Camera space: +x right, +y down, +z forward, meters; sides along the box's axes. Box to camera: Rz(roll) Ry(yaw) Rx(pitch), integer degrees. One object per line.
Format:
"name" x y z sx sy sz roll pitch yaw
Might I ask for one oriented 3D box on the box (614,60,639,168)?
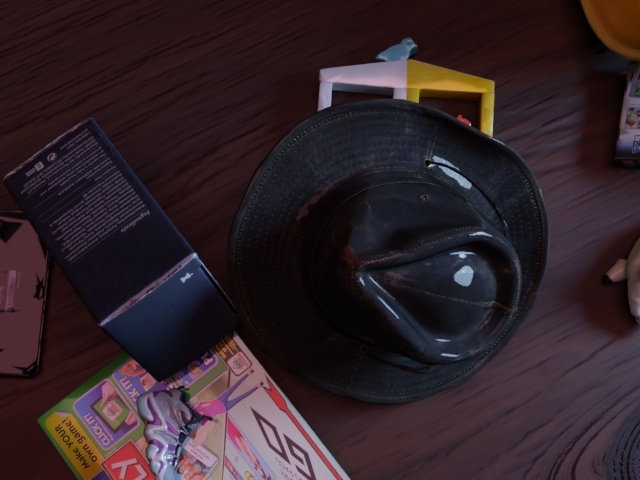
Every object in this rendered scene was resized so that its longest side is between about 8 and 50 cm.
"box" 0.414 -0.129 1.042 0.207 0.036 0.114 5 77 34

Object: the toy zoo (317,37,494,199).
"toy zoo" 0.086 -0.078 1.090 0.192 0.030 0.293 5 78 2

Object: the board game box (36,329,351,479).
"board game box" -0.104 0.239 1.017 0.213 0.046 0.317 -38 80 -8

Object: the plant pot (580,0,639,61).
"plant pot" 0.428 -0.308 1.031 0.239 0.254 0.254 -3 77 -20

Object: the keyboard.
"keyboard" -0.342 0.053 1.074 0.108 0.023 0.180 4 77 -5

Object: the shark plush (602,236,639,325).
"shark plush" 0.361 0.016 1.070 0.067 0.073 0.161 42 59 -10

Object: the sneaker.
"sneaker" -0.135 0.188 0.985 0.069 0.038 0.098 -15 78 -1

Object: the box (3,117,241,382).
"box" -0.189 0.011 0.986 0.108 0.153 0.207 -37 59 -7

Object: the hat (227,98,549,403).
"hat" 0.083 0.035 0.942 0.331 0.134 0.331 -4 110 -12
